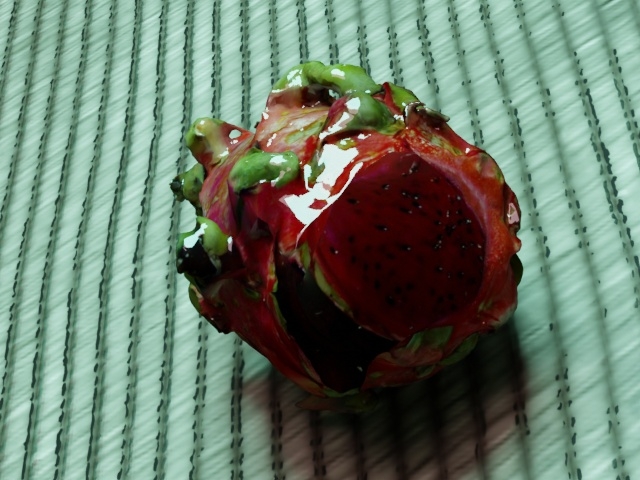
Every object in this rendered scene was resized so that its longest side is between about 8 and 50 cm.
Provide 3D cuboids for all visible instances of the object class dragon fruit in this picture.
[{"bbox_3d":[0.000,0.000,0.767,0.172,0.166,0.160,170,105,-66],"label":"dragon fruit"}]
